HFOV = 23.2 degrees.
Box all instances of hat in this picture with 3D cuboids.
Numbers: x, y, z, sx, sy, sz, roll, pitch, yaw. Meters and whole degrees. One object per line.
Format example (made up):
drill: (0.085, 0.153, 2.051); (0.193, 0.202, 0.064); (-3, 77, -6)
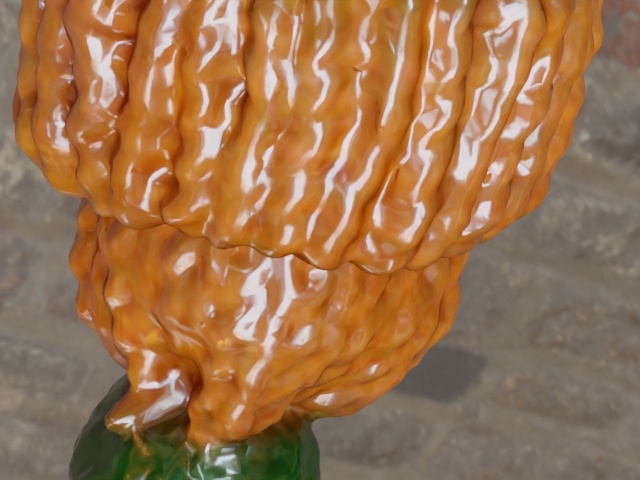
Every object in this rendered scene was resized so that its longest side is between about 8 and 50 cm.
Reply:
hat: (0.000, 0.000, 0.770); (0.285, 0.285, 0.400); (-4, 109, -10)
